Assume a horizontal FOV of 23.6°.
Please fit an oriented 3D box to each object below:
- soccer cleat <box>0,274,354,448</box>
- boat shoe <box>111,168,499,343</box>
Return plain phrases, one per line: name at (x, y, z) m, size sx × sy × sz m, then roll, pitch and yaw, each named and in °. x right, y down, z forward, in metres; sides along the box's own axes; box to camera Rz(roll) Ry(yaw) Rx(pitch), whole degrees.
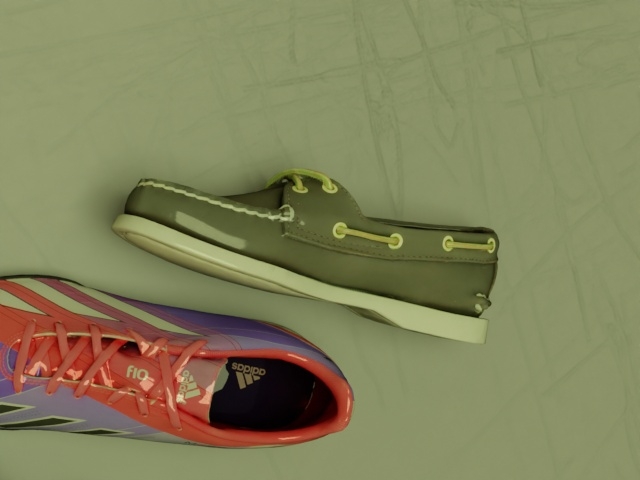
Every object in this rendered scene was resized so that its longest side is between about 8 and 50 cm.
soccer cleat at (-0.130, 0.088, 1.037) m, size 0.318 × 0.116 × 0.108 m, roll 9°, pitch 90°, yaw -23°
boat shoe at (-0.002, 0.000, 1.092) m, size 0.305 × 0.109 × 0.091 m, roll 17°, pitch 87°, yaw -29°
